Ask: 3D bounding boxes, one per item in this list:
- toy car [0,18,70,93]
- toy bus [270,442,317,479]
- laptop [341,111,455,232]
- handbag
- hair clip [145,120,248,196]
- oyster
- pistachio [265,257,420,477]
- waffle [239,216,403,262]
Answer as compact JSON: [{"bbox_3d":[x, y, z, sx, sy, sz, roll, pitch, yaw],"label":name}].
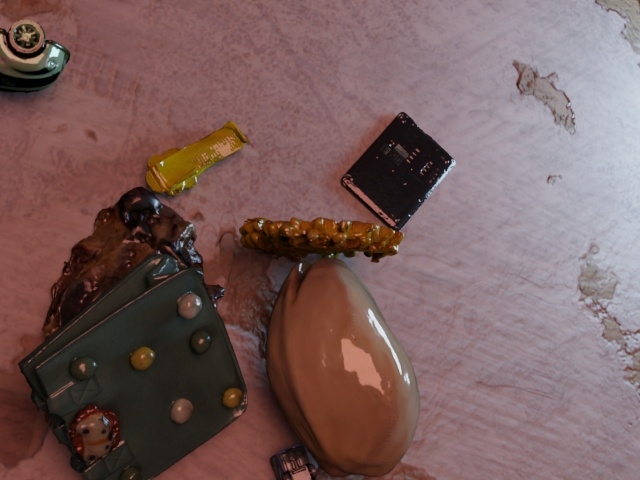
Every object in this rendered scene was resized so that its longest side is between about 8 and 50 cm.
[{"bbox_3d":[-0.514,-0.260,1.636,0.306,0.136,0.125,13,80,-19],"label":"toy car"},{"bbox_3d":[-0.023,0.371,1.664,0.051,0.061,0.153,-17,79,-23],"label":"toy bus"},{"bbox_3d":[0.130,-0.113,1.903,0.129,0.016,0.180,42,65,-3],"label":"laptop"},{"bbox_3d":[-0.232,0.191,1.547,0.274,0.100,0.268,-37,129,-29],"label":"handbag"},{"bbox_3d":[-0.195,-0.124,1.762,0.173,0.046,0.072,-37,86,-28],"label":"hair clip"},{"bbox_3d":[-0.295,0.090,1.635,0.221,0.096,0.361,41,61,2],"label":"oyster"},{"bbox_3d":[0.031,0.180,1.665,0.226,0.208,0.331,-14,79,-46],"label":"pistachio"},{"bbox_3d":[0.000,0.000,1.702,0.232,0.229,0.051,7,80,-26],"label":"waffle"}]
